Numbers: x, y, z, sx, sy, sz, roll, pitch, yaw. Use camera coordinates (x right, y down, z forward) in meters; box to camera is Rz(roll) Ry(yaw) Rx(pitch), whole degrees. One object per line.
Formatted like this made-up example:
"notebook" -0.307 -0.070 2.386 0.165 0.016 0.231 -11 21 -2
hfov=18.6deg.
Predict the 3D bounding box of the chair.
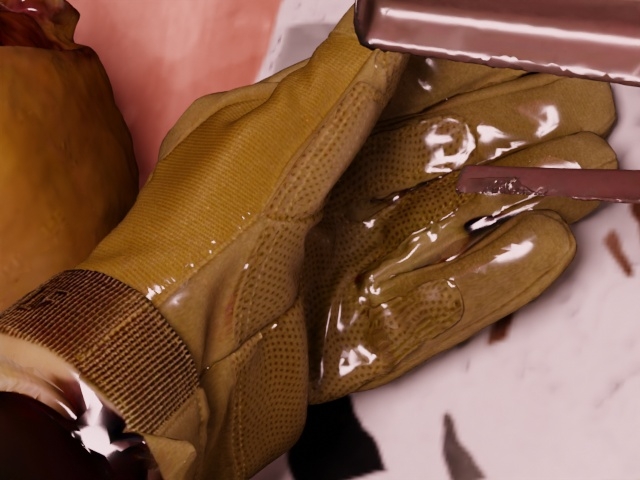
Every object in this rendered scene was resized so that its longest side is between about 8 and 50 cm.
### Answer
"chair" 0.201 -0.076 0.693 0.326 0.183 0.176 9 66 18

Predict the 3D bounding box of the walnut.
"walnut" -0.184 -0.024 0.914 0.203 0.298 0.203 0 102 -2

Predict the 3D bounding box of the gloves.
"gloves" -0.010 0.004 0.833 0.154 0.331 0.141 54 147 -6
